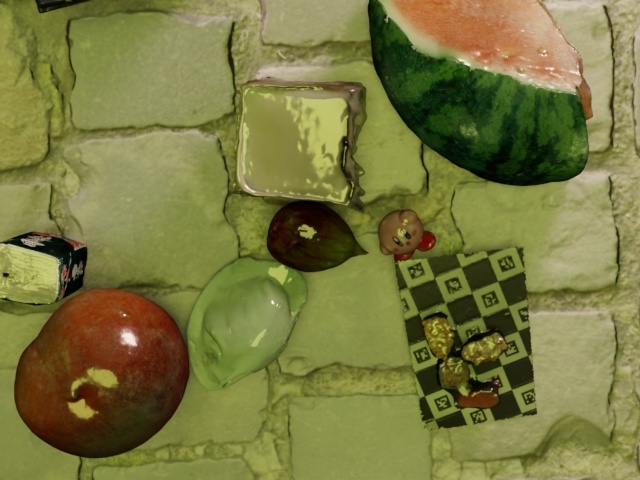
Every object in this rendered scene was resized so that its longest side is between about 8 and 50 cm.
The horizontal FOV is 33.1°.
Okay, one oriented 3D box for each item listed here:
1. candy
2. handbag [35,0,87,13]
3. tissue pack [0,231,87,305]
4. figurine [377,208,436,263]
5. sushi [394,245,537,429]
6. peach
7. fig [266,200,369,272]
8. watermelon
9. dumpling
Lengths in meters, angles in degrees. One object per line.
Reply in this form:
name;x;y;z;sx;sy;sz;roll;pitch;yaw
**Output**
candy;-0.028;-0.140;1.542;0.195;0.137;0.185;3;98;3
handbag;-0.292;-0.492;1.459;0.329;0.122;0.303;-19;98;-17
tissue pack;-0.407;0.039;1.564;0.103;0.170;0.091;11;98;-1
figurine;0.118;-0.009;1.592;0.071;0.067;0.083;37;118;-27
sushi;0.222;0.157;1.607;0.192;0.043;0.280;-7;106;3
peach;-0.312;0.195;1.553;0.252;0.252;0.253;0;98;2
fig;0.000;0.000;1.588;0.154;0.109;0.103;18;86;-29
watermelon;0.224;-0.221;1.485;0.292;0.222;0.319;-4;98;-2
dumpling;-0.108;0.126;1.612;0.219;0.152;0.108;-43;136;-3
